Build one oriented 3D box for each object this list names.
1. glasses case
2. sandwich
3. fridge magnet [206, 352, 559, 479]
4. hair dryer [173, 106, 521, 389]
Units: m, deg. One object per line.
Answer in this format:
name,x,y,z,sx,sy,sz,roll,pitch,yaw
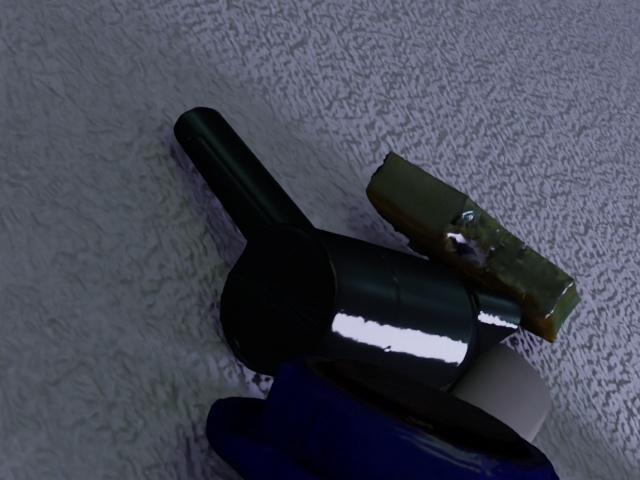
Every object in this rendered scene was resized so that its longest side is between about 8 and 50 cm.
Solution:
glasses case,0.138,0.141,1.513,0.081,0.051,0.204,45,26,4
sandwich,0.165,0.032,1.611,0.245,0.063,0.212,35,2,-23
fridge magnet,0.052,0.156,1.240,0.265,0.112,0.265,22,4,-2
hair dryer,0.000,0.000,1.485,0.244,0.116,0.302,16,31,-49
